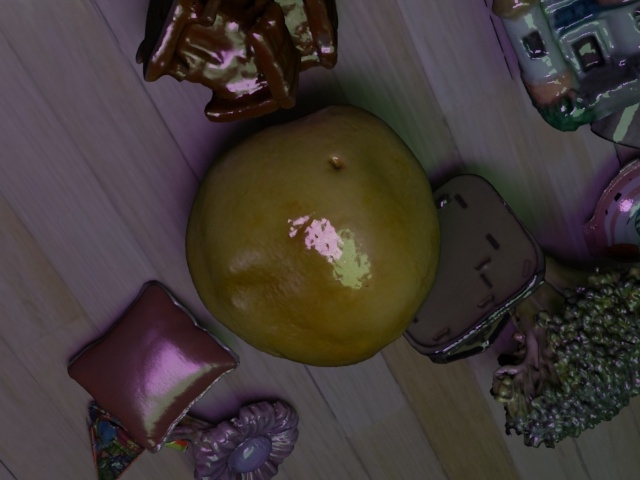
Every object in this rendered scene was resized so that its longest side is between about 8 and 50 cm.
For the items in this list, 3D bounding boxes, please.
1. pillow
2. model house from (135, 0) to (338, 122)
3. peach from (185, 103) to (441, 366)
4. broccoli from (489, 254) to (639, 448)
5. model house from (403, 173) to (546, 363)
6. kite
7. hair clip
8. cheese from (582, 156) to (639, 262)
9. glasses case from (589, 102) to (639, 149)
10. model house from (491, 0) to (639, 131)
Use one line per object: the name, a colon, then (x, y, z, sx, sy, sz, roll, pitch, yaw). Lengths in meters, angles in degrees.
pillow: (-0.226, 0.169, 1.640, 0.171, 0.075, 0.179, 44, 92, -2)
model house: (-0.072, -0.260, 1.385, 0.229, 0.199, 0.220, 18, 125, -24)
peach: (0.001, -0.007, 1.506, 0.314, 0.281, 0.316, -30, 102, 34)
broccoli: (0.392, 0.148, 1.748, 0.324, 0.272, 0.334, 21, 119, -28)
model house: (0.213, 0.065, 1.724, 0.218, 0.205, 0.278, -37, 155, 6)
kite: (-0.270, 0.278, 1.749, 0.183, 0.014, 0.241, 27, 108, -34)
hair clip: (-0.157, 0.288, 1.750, 0.300, 0.069, 0.173, 21, 111, -34)
cheese: (0.515, -0.063, 1.789, 0.286, 0.074, 0.189, -27, 127, -4)
glasses case: (0.476, -0.269, 1.654, 0.114, 0.060, 0.299, 11, 116, -20)
model house: (0.327, -0.338, 1.467, 0.267, 0.194, 0.325, -23, 119, 14)
